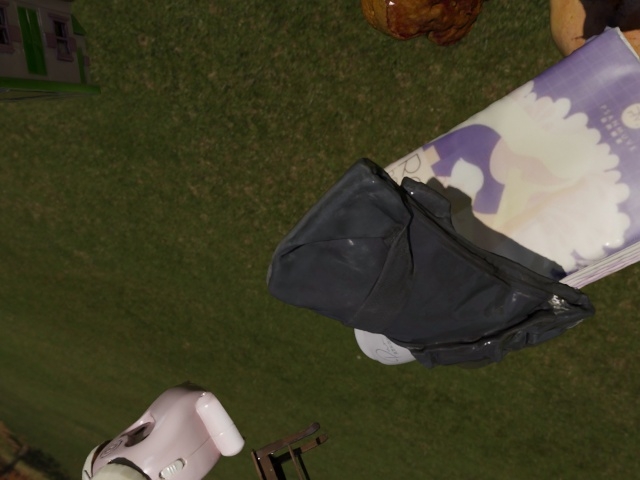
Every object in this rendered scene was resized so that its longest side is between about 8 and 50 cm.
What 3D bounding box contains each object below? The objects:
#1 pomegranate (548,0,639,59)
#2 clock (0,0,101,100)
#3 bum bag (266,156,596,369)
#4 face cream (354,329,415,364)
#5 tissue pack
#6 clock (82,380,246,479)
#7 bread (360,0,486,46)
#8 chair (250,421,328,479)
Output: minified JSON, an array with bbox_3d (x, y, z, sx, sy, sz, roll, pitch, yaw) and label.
[{"bbox_3d":[0.600,-0.471,1.118,0.338,0.338,0.338,18,148,12],"label":"pomegranate"},{"bbox_3d":[-0.384,-0.316,0.646,0.166,0.235,0.310,-3,102,13],"label":"clock"},{"bbox_3d":[0.084,0.039,0.416,0.248,0.060,0.123,28,121,-23],"label":"bum bag"},{"bbox_3d":[0.119,0.134,0.901,0.117,0.117,0.104,42,146,-25],"label":"face cream"},{"bbox_3d":[0.255,-0.054,0.703,0.343,0.243,0.125,-30,155,22],"label":"tissue pack"},{"bbox_3d":[-0.363,0.473,1.282,0.184,0.325,0.342,54,157,-3],"label":"clock"},{"bbox_3d":[0.154,-0.392,0.823,0.135,0.246,0.232,37,152,51],"label":"bread"},{"bbox_3d":[-0.105,0.541,1.220,0.160,0.319,0.186,74,170,-61],"label":"chair"}]
